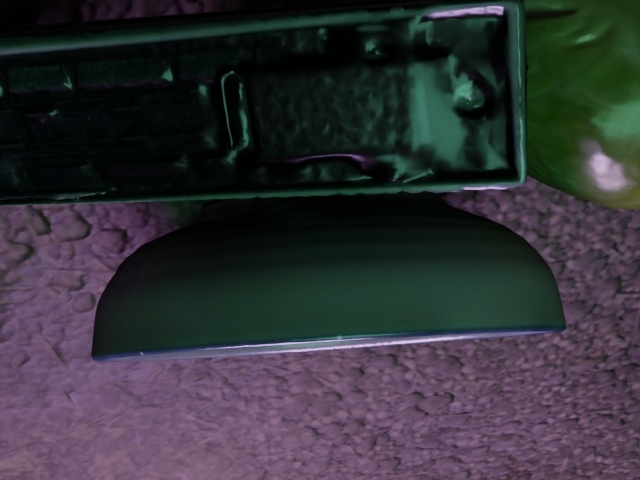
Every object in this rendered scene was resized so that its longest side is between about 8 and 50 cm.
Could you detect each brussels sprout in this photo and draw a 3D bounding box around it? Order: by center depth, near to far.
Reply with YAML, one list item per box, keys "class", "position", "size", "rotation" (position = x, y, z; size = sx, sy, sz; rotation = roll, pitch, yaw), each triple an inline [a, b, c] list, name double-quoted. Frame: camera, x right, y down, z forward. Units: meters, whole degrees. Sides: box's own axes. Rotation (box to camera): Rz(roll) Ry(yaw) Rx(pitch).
- class: "brussels sprout"
  position: [0.155, -0.091, 0.554]
  size: [0.183, 0.145, 0.131]
  rotation: [37, 87, -44]

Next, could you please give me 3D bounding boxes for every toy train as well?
- class: "toy train"
  position: [-0.104, -0.070, 0.502]
  size: [0.407, 0.088, 0.086]
  rotation: [-1, 113, 13]

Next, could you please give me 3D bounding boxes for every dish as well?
- class: "dish"
  position: [0.000, 0.000, 0.603]
  size: [0.273, 0.133, 0.273]
  rotation: [-5, 173, -1]
